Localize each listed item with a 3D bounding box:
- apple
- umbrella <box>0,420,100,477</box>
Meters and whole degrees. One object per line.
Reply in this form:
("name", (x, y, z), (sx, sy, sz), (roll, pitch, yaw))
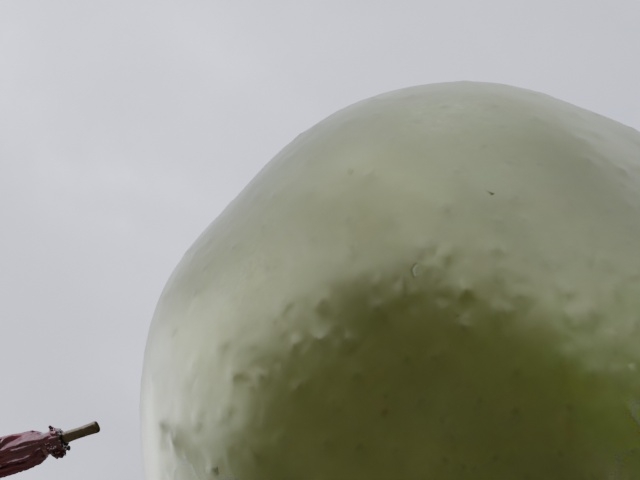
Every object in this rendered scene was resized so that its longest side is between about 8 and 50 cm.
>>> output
("apple", (0.114, 0.135, 1.201), (0.473, 0.474, 0.474), (7, -37, 6))
("umbrella", (-0.214, 0.143, 1.206), (0.165, 0.025, 0.027), (-18, -64, 14))
